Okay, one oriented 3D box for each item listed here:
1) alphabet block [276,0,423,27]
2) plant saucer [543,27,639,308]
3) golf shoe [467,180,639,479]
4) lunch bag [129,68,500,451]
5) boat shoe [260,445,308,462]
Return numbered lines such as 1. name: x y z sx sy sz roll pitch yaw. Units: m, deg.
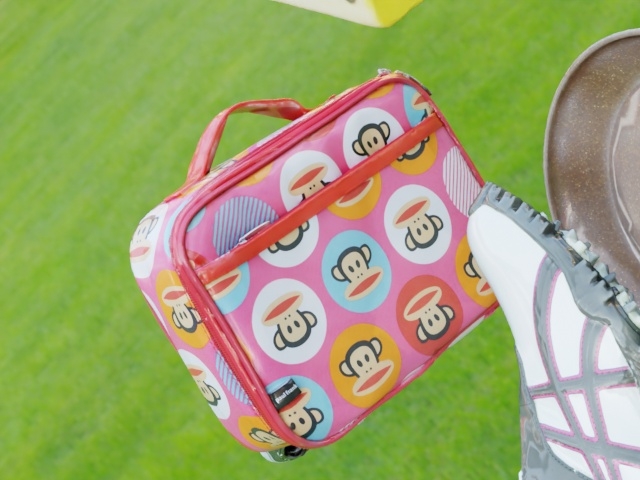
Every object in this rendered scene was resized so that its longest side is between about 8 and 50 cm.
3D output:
1. alphabet block: 0.021 -0.305 1.154 0.193 0.192 0.197 -42 39 -21
2. plant saucer: 0.202 -0.022 0.801 0.036 0.198 0.199 -20 12 -29
3. golf shoe: 0.136 0.089 0.751 0.120 0.105 0.273 -38 62 11
4. lunch bag: 0.000 0.000 1.175 0.293 0.258 0.120 -36 10 -31
5. boat shoe: -0.032 0.186 1.363 0.040 0.142 0.049 25 81 19
